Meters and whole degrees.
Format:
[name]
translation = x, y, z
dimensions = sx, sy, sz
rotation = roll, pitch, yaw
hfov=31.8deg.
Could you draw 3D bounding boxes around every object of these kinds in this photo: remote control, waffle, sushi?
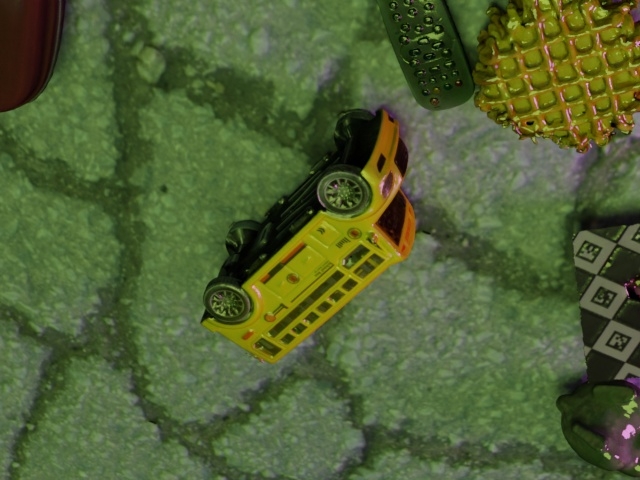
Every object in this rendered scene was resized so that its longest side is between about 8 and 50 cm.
[remote control]
translation = 0.106, -0.238, 1.207
dimensions = 0.072, 0.042, 0.222
rotation = -14, 122, 19
[waffle]
translation = 0.259, -0.185, 1.201
dimensions = 0.193, 0.070, 0.197
rotation = 14, 128, 1
[sushi]
translation = 0.426, 0.058, 1.352
dimensions = 0.231, 0.047, 0.219
rotation = -8, 118, 10

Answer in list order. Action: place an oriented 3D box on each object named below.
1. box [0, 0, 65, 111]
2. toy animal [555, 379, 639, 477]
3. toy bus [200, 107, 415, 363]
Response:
[box]
translation = -0.482, -0.286, 1.242
dimensions = 0.404, 0.108, 0.263
rotation = 16, 125, 0
[toy animal]
translation = 0.428, 0.269, 1.472
dimensions = 0.251, 0.127, 0.125
rotation = 35, 112, -31
[toy bus]
translation = 0.000, 0.000, 1.330
dimensions = 0.152, 0.144, 0.330
rotation = 37, 124, -15
